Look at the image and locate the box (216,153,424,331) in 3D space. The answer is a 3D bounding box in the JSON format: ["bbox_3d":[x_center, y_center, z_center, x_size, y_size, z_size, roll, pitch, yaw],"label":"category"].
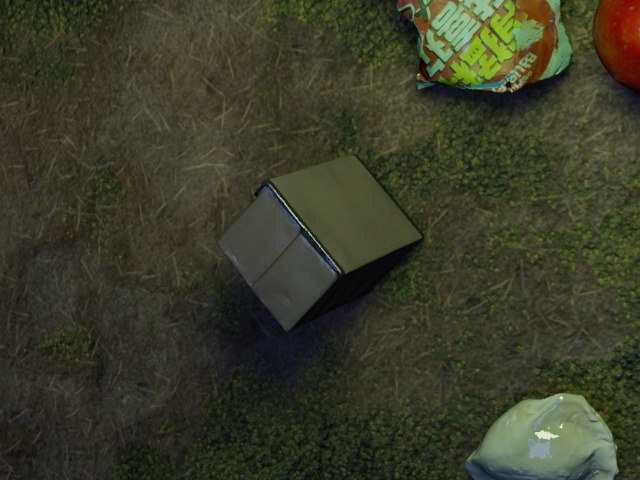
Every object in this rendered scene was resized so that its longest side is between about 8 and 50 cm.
[{"bbox_3d":[0.000,0.000,1.886,0.188,0.252,0.153,50,121,9],"label":"box"}]

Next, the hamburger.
[{"bbox_3d":[0.223,-0.344,1.782,0.260,0.150,0.276,-11,112,43],"label":"hamburger"}]

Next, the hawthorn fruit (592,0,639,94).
[{"bbox_3d":[0.449,-0.271,1.635,0.196,0.225,0.197,5,111,13],"label":"hawthorn fruit"}]

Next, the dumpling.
[{"bbox_3d":[0.333,0.327,1.877,0.179,0.131,0.252,38,126,-13],"label":"dumpling"}]
